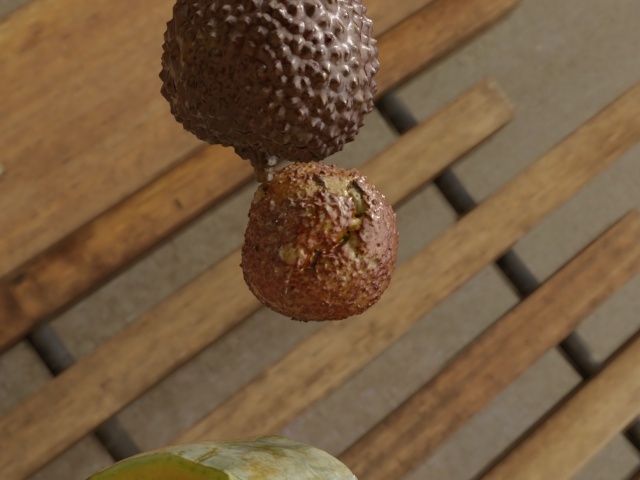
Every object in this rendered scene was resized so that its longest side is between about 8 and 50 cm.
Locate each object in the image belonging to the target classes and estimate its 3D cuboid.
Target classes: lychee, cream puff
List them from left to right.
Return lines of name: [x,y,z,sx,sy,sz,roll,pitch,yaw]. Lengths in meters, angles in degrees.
lychee: [-0.061,-0.222,1.854,0.275,0.275,0.304,15,-77,49]
cream puff: [0.001,0.000,2.111,0.240,0.240,0.164,49,-8,10]

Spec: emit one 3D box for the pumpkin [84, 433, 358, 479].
pumpkin: [-0.114,0.328,1.306,0.332,0.199,0.332,-7,-102,33]
